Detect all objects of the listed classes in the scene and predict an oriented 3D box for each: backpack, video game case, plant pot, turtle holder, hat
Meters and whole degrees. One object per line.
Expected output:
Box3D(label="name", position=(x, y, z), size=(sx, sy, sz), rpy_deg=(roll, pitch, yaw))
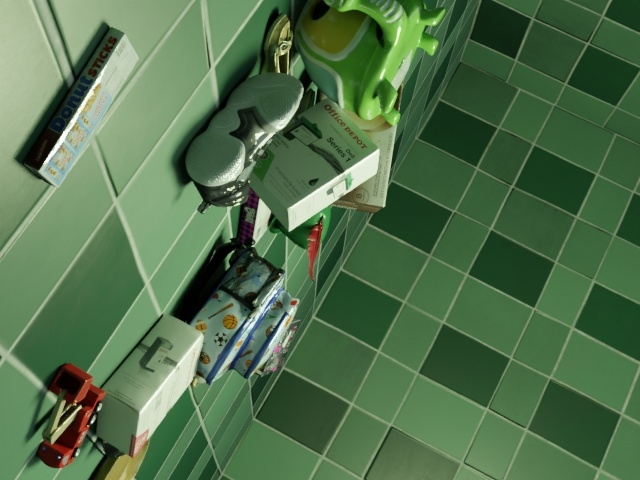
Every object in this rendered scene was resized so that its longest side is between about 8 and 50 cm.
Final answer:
Box3D(label="backpack", position=(-0.183, 0.173, 1.847), size=(0.263, 0.213, 0.276), rpy_deg=(-47, 168, -25))
Box3D(label="video game case", position=(-0.101, -0.123, 1.904), size=(0.210, 0.042, 0.232), rpy_deg=(-57, 170, -33))
Box3D(label="plant pot", position=(-0.436, 0.499, 1.870), size=(0.236, 0.032, 0.236), rpy_deg=(-59, 171, -16))
Box3D(label="turtle holder", position=(0.067, -0.351, 1.591), size=(0.243, 0.227, 0.320), rpy_deg=(-64, 171, 18))
Box3D(label="hat", position=(0.000, 0.000, 1.964), size=(0.209, 0.183, 0.173), rpy_deg=(-31, 164, -23))

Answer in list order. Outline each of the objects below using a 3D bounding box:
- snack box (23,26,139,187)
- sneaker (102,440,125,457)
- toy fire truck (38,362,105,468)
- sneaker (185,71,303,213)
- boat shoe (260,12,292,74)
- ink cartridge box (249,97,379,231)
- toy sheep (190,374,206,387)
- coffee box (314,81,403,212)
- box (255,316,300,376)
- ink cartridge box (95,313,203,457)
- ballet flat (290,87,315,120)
Box3D(label="snack box", position=(-0.260, -0.145, 0.979), size=(0.178, 0.022, 0.064), rpy_deg=(-61, 172, -11))
Box3D(label="sneaker", position=(-0.376, 0.391, 1.761), size=(0.077, 0.072, 0.178), rpy_deg=(-66, 170, 18))
Box3D(label="toy fire truck", position=(-0.395, 0.277, 1.385), size=(0.192, 0.047, 0.135), rpy_deg=(-63, 171, 7))
Box3D(label="sneaker", position=(-0.128, -0.159, 1.474), size=(0.268, 0.101, 0.153), rpy_deg=(-51, 167, -30))
Box3D(label="boat shoe", position=(-0.067, -0.314, 1.502), size=(0.056, 0.048, 0.153), rpy_deg=(-55, 169, -41))
Box3D(label="ink cartridge box", position=(-0.021, -0.147, 1.671), size=(0.219, 0.160, 0.092), rpy_deg=(-35, 158, -17))
Box3D(label="toy sheep", position=(-0.271, 0.283, 2.009), size=(0.132, 0.091, 0.091), rpy_deg=(-81, -172, -49))
Box3D(label="coffee box", position=(0.063, -0.218, 1.832), size=(0.119, 0.168, 0.297), rpy_deg=(156, -56, -82))
Box3D(label="box", position=(-0.164, 0.231, 2.214), size=(0.247, 0.163, 0.142), rpy_deg=(22, 91, -82))
Box3D(label="ink cartridge box", position=(-0.318, 0.268, 1.661), size=(0.218, 0.092, 0.158), rpy_deg=(-52, 166, -44))
Box3D(label="ballet flat", position=(-0.053, -0.219, 1.791), size=(0.072, 0.068, 0.213), rpy_deg=(100, -3, -66))
